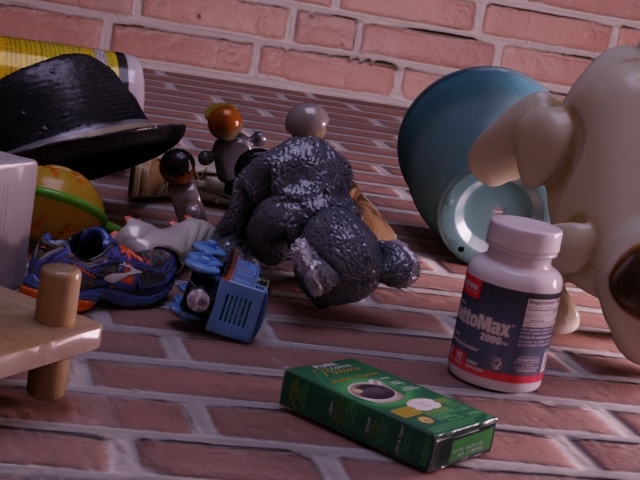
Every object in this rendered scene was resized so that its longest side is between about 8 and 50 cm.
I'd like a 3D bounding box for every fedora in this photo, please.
[{"bbox_3d":[-0.349,-0.163,2.048,0.334,0.152,0.334,-17,-1,0],"label":"fedora"}]

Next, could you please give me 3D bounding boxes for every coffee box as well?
[{"bbox_3d":[0.064,0.164,1.456,0.184,0.040,0.113,20,15,34],"label":"coffee box"}]

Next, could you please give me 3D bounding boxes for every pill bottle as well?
[{"bbox_3d":[-0.459,-0.224,2.401,0.334,0.188,0.188,6,13,-20],"label":"pill bottle"},{"bbox_3d":[0.209,0.068,1.679,0.108,0.180,0.108,10,12,-2],"label":"pill bottle"}]

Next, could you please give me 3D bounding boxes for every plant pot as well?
[{"bbox_3d":[0.256,-0.093,2.298,0.272,0.271,0.255,10,27,-4],"label":"plant pot"}]

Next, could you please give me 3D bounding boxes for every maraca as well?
[{"bbox_3d":[-0.324,-0.037,1.911,0.127,0.099,0.186,11,-13,22],"label":"maraca"}]

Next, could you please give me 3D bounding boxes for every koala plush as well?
[{"bbox_3d":[0.000,0.000,1.845,0.196,0.203,0.221,2,27,-32],"label":"koala plush"}]

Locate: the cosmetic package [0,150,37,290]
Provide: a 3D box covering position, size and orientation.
[{"bbox_3d":[-0.427,-0.025,1.634,0.151,0.151,0.184,16,14,28],"label":"cosmetic package"}]

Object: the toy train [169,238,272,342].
[{"bbox_3d":[-0.109,0.056,1.722,0.105,0.080,0.184,19,10,-3],"label":"toy train"}]

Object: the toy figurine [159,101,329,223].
[{"bbox_3d":[-0.098,-0.094,2.037,0.210,0.148,0.213,9,37,31],"label":"toy figurine"}]

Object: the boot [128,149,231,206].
[{"bbox_3d":[-0.199,-0.091,2.291,0.165,0.077,0.213,13,10,2],"label":"boot"}]

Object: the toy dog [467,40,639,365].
[{"bbox_3d":[0.422,-0.021,1.881,0.285,0.395,0.408,18,40,-32],"label":"toy dog"}]

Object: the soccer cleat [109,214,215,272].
[{"bbox_3d":[-0.185,0.012,1.898,0.076,0.068,0.196,49,22,22],"label":"soccer cleat"}]

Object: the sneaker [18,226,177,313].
[{"bbox_3d":[-0.238,0.028,1.703,0.083,0.087,0.221,19,16,32],"label":"sneaker"}]

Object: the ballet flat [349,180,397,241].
[{"bbox_3d":[0.041,-0.030,2.177,0.124,0.116,0.342,28,7,-20],"label":"ballet flat"}]

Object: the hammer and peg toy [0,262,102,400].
[{"bbox_3d":[-0.411,0.059,1.339,0.361,0.127,0.266,17,16,27],"label":"hammer and peg toy"}]
